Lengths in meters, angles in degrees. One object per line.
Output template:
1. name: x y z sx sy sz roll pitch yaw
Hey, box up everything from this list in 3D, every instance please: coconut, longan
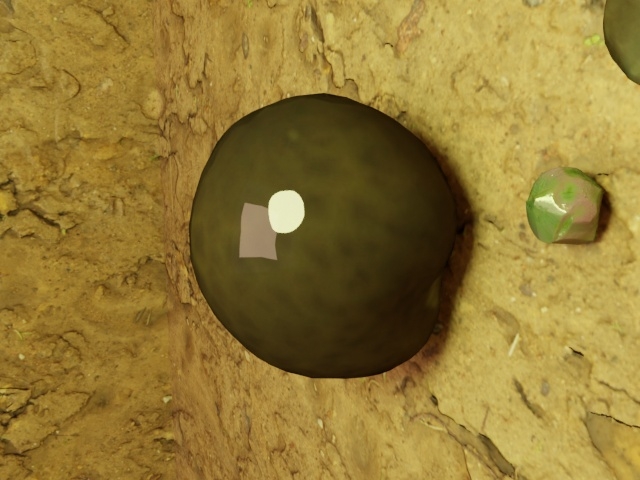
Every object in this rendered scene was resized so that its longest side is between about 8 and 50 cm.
1. coconut: 0.255 -0.036 0.768 0.083 0.081 0.082 -160 78 -71
2. longan: 0.000 0.000 0.993 0.405 0.336 0.404 14 123 22

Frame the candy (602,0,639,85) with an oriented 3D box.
1. candy: 0.307 -0.235 0.581 0.104 0.102 0.234 53 145 42
